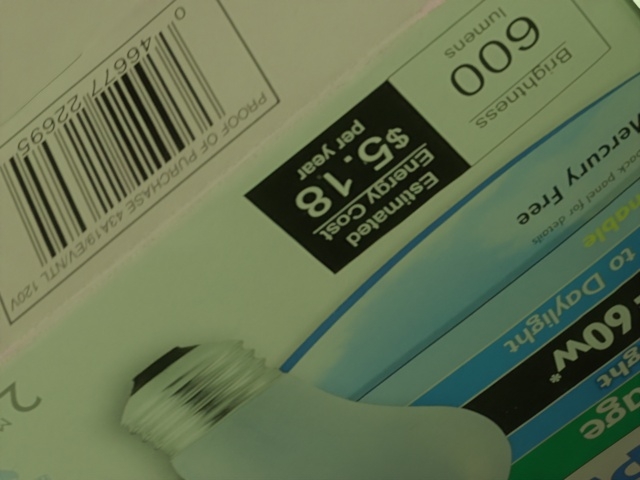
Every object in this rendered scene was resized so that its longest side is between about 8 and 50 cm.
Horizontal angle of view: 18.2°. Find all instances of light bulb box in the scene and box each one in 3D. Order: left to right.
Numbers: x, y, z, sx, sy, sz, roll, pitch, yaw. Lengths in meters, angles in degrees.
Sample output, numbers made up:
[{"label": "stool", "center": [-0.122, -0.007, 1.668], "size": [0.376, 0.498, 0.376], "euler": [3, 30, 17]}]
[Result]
[{"label": "light bulb box", "center": [0.000, 0.000, 0.922], "size": [0.358, 0.361, 0.225], "euler": [-39, 48, 11]}]
